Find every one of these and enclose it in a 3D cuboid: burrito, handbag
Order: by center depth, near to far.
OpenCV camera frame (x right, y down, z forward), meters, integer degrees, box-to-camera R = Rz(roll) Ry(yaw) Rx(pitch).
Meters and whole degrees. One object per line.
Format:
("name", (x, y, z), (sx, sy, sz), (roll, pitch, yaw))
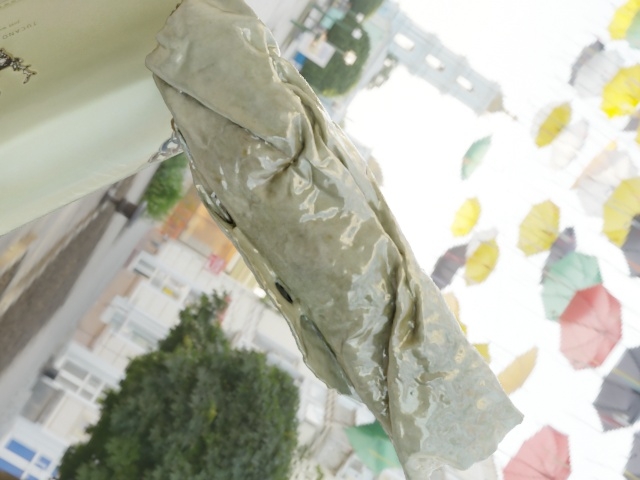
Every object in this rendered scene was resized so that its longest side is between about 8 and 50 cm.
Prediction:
("burrito", (0.000, 0.000, 0.609), (0.117, 0.392, 0.076), (-34, -176, -4))
("handbag", (-0.254, -0.129, 0.750), (0.358, 0.237, 0.160), (-27, 143, -7))
